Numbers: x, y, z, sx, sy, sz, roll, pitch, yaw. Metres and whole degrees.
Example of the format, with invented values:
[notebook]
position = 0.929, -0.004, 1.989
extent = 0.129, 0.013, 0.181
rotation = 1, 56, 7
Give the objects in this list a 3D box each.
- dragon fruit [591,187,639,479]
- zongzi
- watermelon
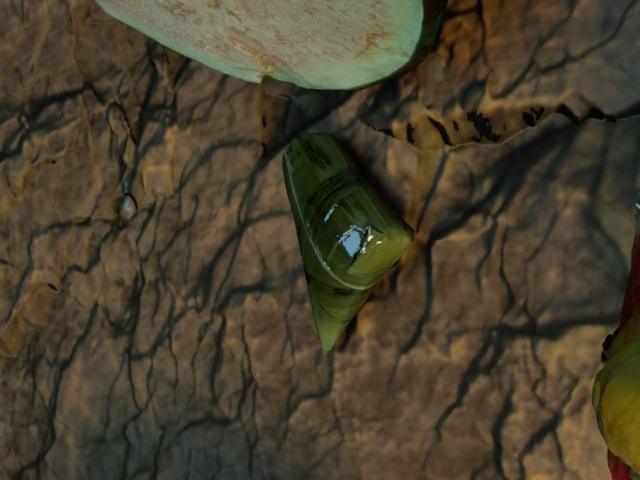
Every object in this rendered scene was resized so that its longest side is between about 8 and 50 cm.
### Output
[dragon fruit]
position = 0.229, 0.062, 0.533
extent = 0.314, 0.263, 0.296
rotation = -49, 63, 31
[zongzi]
position = 0.000, 0.000, 0.861
extent = 0.104, 0.052, 0.113
rotation = 57, 138, 30
[watermelon]
position = -0.022, -0.189, 0.774
extent = 0.305, 0.180, 0.224
rotation = 16, 115, 39
